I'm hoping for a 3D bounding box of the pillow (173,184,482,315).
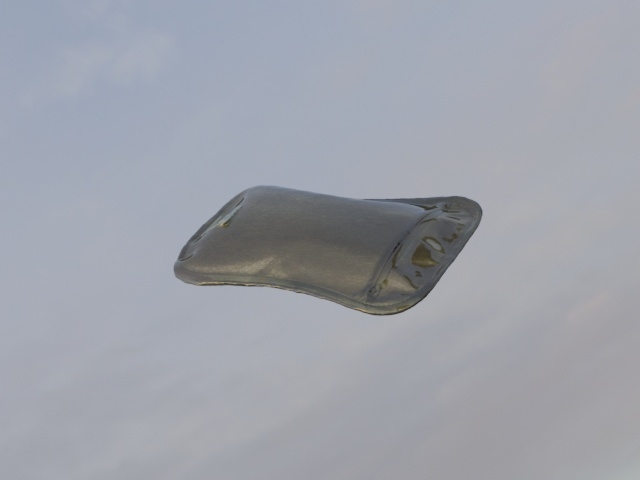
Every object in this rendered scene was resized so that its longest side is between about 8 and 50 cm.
[{"bbox_3d":[0.000,0.001,0.839,0.130,0.218,0.033,-51,-45,-39],"label":"pillow"}]
